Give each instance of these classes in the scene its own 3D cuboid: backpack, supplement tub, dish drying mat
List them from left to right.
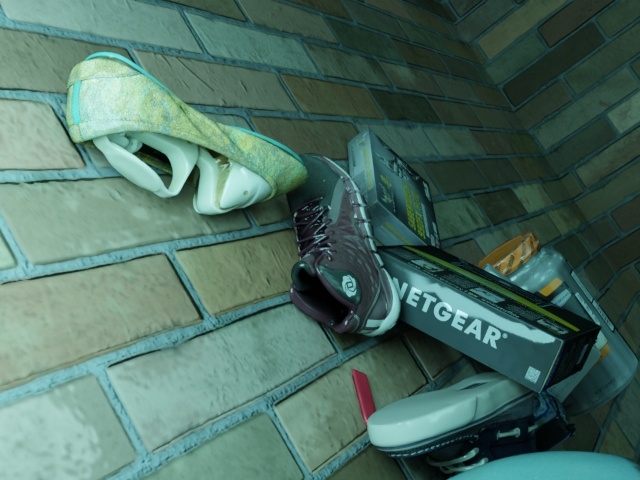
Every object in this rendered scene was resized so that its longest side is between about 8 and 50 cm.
[{"bbox_3d":[0.058,0.204,1.046,0.032,0.008,0.083,31,33,-42],"label":"dish drying mat"},{"bbox_3d":[0.337,0.282,1.320,0.084,0.105,0.114,44,15,-13],"label":"backpack"},{"bbox_3d":[0.420,0.151,1.520,0.316,0.193,0.193,53,25,-1],"label":"supplement tub"}]

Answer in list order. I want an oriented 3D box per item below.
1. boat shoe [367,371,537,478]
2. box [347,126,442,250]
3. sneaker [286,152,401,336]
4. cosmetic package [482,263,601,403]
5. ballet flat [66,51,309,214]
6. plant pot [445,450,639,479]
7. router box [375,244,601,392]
[{"bbox_3d":[0.192,0.271,1.067,0.340,0.127,0.158,-5,84,-48],"label":"boat shoe"},{"bbox_3d":[0.131,-0.073,1.461,0.183,0.056,0.231,40,28,-28],"label":"box"},{"bbox_3d":[0.000,0.000,1.093,0.162,0.106,0.281,-2,60,-57],"label":"sneaker"},{"bbox_3d":[0.342,0.156,1.390,0.231,0.117,0.085,35,11,-1],"label":"cosmetic package"},{"bbox_3d":[-0.148,-0.093,0.963,0.348,0.123,0.123,26,37,-46],"label":"ballet flat"},{"bbox_3d":[0.198,0.348,0.853,0.195,0.290,0.290,12,28,6],"label":"plant pot"},{"bbox_3d":[0.233,0.102,1.211,0.308,0.081,0.243,27,13,28],"label":"router box"}]
